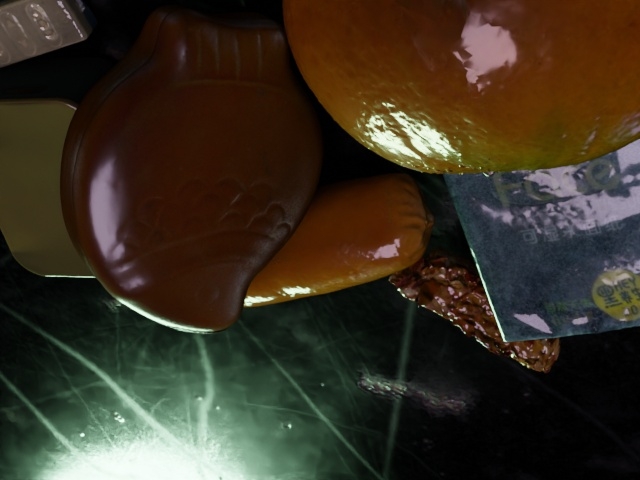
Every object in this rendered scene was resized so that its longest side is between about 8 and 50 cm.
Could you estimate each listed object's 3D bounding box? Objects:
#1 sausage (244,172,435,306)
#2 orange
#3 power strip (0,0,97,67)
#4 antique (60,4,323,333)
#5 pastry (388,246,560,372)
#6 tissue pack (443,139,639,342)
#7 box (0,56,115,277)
[{"bbox_3d":[0.000,0.000,1.351,0.238,0.098,0.098,-16,122,35],"label":"sausage"},{"bbox_3d":[0.130,-0.176,1.086,0.310,0.274,0.274,-3,131,-4],"label":"orange"},{"bbox_3d":[-0.259,-0.192,1.327,0.123,0.032,0.056,-12,125,29],"label":"power strip"},{"bbox_3d":[-0.108,-0.062,1.265,0.223,0.129,0.278,-4,110,-25],"label":"antique"},{"bbox_3d":[0.146,0.055,1.351,0.169,0.087,0.063,31,100,-6],"label":"pastry"},{"bbox_3d":[0.201,-0.049,1.214,0.185,0.081,0.257,-10,116,27],"label":"tissue pack"},{"bbox_3d":[-0.232,-0.069,1.384,0.144,0.090,0.201,-1,129,22],"label":"box"}]
